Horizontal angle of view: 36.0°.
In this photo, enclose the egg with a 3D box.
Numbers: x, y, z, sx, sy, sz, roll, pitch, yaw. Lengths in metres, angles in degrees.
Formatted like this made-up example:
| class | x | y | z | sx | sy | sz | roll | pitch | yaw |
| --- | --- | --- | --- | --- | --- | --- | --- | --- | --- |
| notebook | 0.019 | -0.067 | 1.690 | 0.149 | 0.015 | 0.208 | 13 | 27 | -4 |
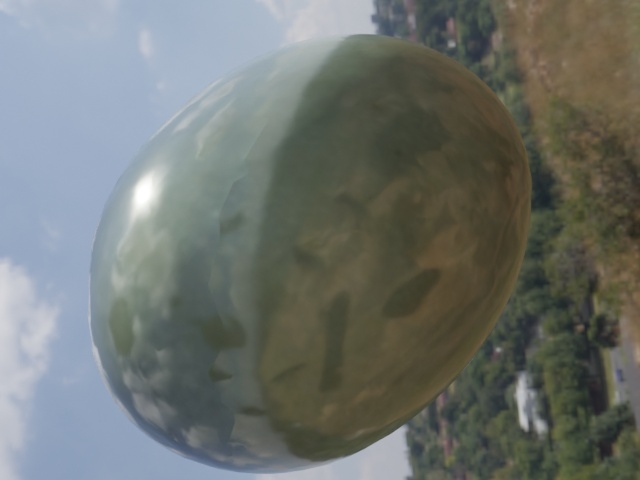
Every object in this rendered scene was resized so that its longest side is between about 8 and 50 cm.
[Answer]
| class | x | y | z | sx | sy | sz | roll | pitch | yaw |
| --- | --- | --- | --- | --- | --- | --- | --- | --- | --- |
| egg | 0.000 | 0.000 | 0.658 | 0.352 | 0.258 | 0.258 | -50 | -39 | -44 |
